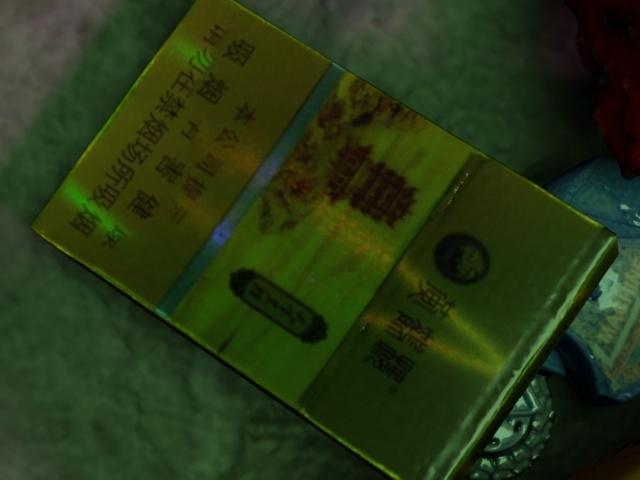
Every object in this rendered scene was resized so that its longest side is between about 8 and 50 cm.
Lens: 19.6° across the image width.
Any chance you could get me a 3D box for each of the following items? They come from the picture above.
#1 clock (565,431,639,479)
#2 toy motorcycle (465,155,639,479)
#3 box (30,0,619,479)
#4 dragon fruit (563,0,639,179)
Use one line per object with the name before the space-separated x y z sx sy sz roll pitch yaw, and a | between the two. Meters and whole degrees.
clock | 0.155 0.149 0.670 0.317 0.244 0.200 -40 82 -12
toy motorcycle | 0.116 0.010 0.751 0.205 0.076 0.114 -28 86 -11
box | 0.000 0.000 0.709 0.193 0.030 0.121 33 83 18
dragon fruit | 0.203 -0.127 0.638 0.302 0.330 0.240 20 85 -12
